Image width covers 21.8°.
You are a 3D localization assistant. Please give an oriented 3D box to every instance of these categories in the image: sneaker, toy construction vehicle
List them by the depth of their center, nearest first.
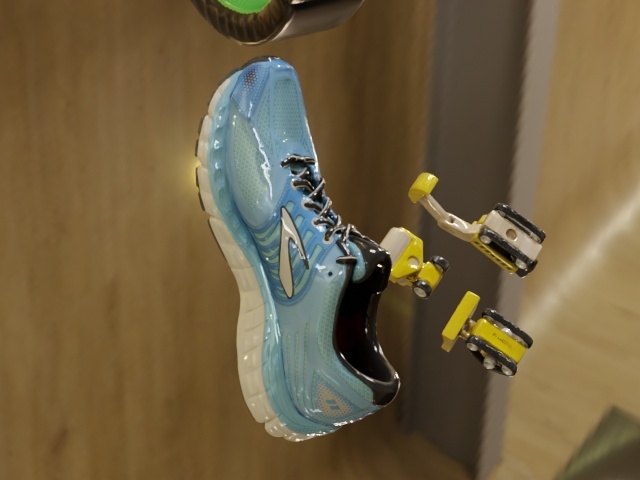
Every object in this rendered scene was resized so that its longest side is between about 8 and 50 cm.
[{"bbox_3d":[0.000,0.000,0.696,0.063,0.073,0.162,-15,-87,-55],"label":"sneaker"},{"bbox_3d":[0.077,0.019,0.903,0.086,0.098,0.035,-58,4,-28],"label":"toy construction vehicle"}]

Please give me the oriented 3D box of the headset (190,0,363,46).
[{"bbox_3d":[0.000,-0.272,0.817,0.185,0.243,0.394,-16,-26,-22],"label":"headset"}]
